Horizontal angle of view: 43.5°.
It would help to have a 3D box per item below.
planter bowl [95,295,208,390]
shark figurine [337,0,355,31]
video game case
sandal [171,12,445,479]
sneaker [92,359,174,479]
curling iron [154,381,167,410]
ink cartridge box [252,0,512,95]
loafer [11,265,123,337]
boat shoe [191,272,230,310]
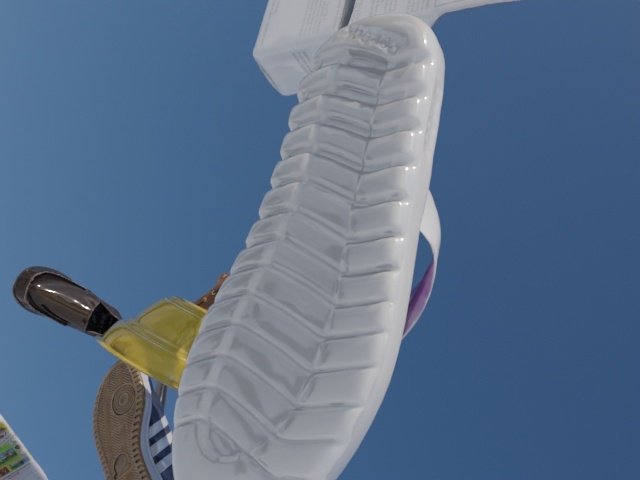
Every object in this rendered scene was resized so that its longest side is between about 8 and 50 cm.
[{"bbox_3d":[-0.160,0.129,0.999,0.217,0.217,0.090,21,-99,45],"label":"planter bowl"},{"bbox_3d":[-0.017,-0.313,0.732,0.278,0.166,0.116,49,-22,20],"label":"shark figurine"},{"bbox_3d":[-0.594,0.405,1.325,0.026,0.227,0.206,44,-24,40],"label":"video game case"},{"bbox_3d":[0.020,0.023,0.602,0.169,0.102,0.416,9,-107,42],"label":"sandal"},{"bbox_3d":[-0.222,0.304,1.123,0.099,0.153,0.282,-35,-128,19],"label":"sneaker"},{"bbox_3d":[-0.320,0.358,1.613,0.035,0.068,0.274,-47,-146,31],"label":"curling iron"},{"bbox_3d":[0.124,-0.350,0.992,0.385,0.091,0.308,-3,-121,29],"label":"ink cartridge box"},{"bbox_3d":[-0.405,0.106,1.333,0.078,0.220,0.080,10,-107,42],"label":"loafer"},{"bbox_3d":[-0.128,0.071,1.166,0.178,0.064,0.060,-40,-114,-5],"label":"boat shoe"}]
